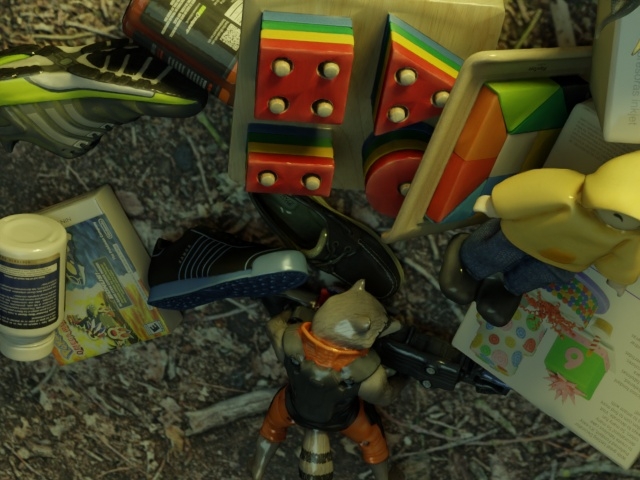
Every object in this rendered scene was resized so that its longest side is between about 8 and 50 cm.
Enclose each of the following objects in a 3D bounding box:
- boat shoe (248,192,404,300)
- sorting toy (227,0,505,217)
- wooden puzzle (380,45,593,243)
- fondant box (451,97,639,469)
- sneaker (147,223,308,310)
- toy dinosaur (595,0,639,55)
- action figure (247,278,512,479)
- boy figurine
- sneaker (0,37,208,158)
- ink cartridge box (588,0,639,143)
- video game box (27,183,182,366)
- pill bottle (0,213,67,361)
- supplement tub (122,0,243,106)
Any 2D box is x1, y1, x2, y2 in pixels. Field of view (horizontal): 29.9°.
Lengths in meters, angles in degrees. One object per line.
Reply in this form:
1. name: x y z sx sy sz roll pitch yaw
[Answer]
1. boat shoe: 0.000 -0.001 1.394 0.223 0.073 0.080 42 121 -7
2. sorting toy: 0.040 -0.131 1.224 0.255 0.089 0.257 4 135 -6
3. wooden puzzle: 0.186 -0.094 1.214 0.044 0.221 0.238 48 129 29
4. fondant box: 0.315 0.042 1.268 0.238 0.096 0.330 36 122 20
5. sneaker: -0.115 0.021 1.415 0.232 0.081 0.090 -11 70 32
6. toy dinosaur: 0.365 -0.250 0.915 0.313 0.121 0.160 -4 124 4
7. action figure: 0.053 0.193 1.425 0.341 0.178 0.330 14 130 14
8. boy figurine: 0.239 -0.002 1.139 0.177 0.092 0.285 33 149 -16
9. sneaker: -0.263 -0.159 1.389 0.300 0.111 0.121 4 128 22
10. ink cartridge box: 0.448 -0.228 1.045 0.385 0.160 0.279 3 114 6
11. video game box: -0.304 0.048 1.532 0.187 0.048 0.205 -18 110 27
12. pill bottle: -0.361 0.061 1.473 0.094 0.094 0.169 14 120 10
13. supplement tub: -0.109 -0.214 1.298 0.198 0.106 0.106 35 121 -3
